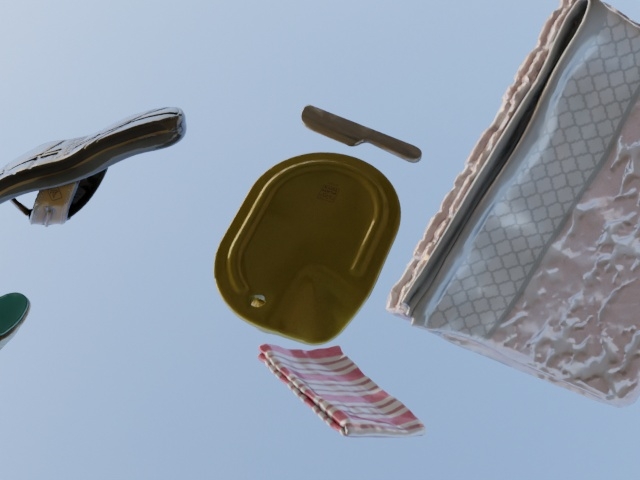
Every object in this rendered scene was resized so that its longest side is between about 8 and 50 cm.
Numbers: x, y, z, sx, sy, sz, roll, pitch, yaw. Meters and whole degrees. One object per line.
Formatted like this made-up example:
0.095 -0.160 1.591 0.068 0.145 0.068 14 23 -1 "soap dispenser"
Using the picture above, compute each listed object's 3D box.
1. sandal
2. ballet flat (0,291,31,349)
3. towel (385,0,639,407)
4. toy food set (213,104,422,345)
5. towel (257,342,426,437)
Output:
-0.196 -0.047 0.712 0.219 0.060 0.090 -17 -159 15 "sandal"
-0.430 0.130 1.141 0.057 0.052 0.168 30 -138 4 "ballet flat"
0.263 -0.019 0.829 0.317 0.332 0.053 21 -165 -28 "towel"
0.000 0.000 0.738 0.128 0.071 0.218 18 -124 15 "toy food set"
0.026 0.187 1.140 0.144 0.029 0.197 9 -161 -43 "towel"
